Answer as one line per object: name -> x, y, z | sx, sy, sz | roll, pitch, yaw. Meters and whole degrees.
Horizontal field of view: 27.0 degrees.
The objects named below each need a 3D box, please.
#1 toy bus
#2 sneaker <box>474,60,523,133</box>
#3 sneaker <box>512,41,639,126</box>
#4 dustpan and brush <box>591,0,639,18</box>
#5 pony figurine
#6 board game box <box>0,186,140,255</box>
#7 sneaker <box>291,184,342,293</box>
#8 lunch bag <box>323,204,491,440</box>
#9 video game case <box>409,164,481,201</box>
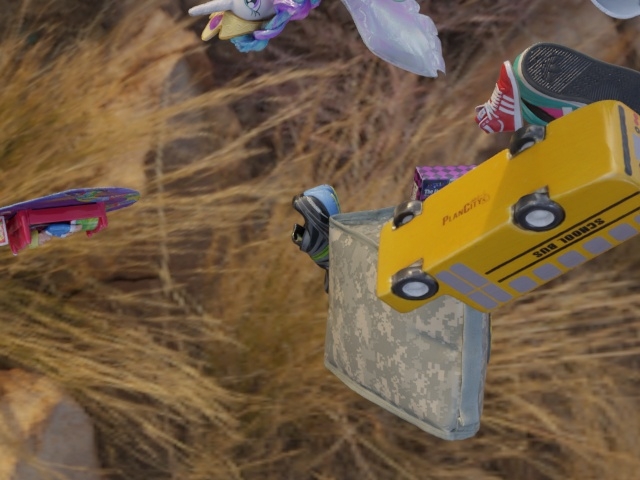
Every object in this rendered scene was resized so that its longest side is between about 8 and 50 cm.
toy bus -> 0.209, -0.021, 1.423 | 0.130, 0.332, 0.108 | 29, 46, -31
sneaker -> 0.247, -0.197, 1.876 | 0.042, 0.067, 0.118 | -93, 171, -48
sneaker -> 0.431, -0.223, 2.167 | 0.295, 0.178, 0.124 | 25, 86, -9
dustpan and brush -> 0.325, -0.264, 1.360 | 0.147, 0.060, 0.211 | -43, 146, -11
pony figurine -> 0.035, -0.388, 1.722 | 0.351, 0.363, 0.303 | -1, 47, -40
board game box -> -0.240, -0.010, 1.185 | 0.133, 0.168, 0.033 | 16, 62, -75
sneaker -> 0.000, 0.000, 1.933 | 0.067, 0.078, 0.188 | -90, 169, -52
lunch bag -> 0.135, 0.103, 1.760 | 0.168, 0.287, 0.235 | -9, 113, -26
video game case -> 0.237, -0.017, 1.988 | 0.232, 0.042, 0.210 | -3, 127, -15
